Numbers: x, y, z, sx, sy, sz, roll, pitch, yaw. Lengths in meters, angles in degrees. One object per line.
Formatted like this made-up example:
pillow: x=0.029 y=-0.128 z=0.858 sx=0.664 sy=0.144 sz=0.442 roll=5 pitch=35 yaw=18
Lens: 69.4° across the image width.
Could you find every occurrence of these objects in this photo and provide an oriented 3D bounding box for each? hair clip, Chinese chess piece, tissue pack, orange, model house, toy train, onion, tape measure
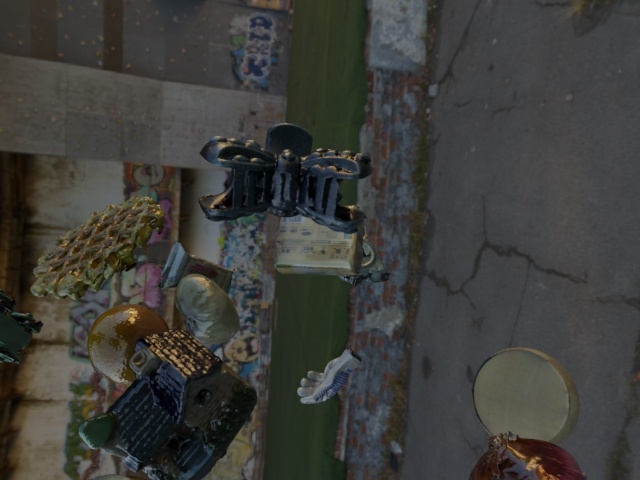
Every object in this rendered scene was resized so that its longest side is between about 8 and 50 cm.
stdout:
hair clip: x=-0.065 y=-0.106 z=0.863 sx=0.206 sy=0.310 sz=0.194 roll=-99 pitch=17 yaw=-67
Chinese chess piece: x=0.507 y=0.395 z=1.157 sx=0.250 sy=0.103 sz=0.249 roll=-18 pitch=61 yaw=35
tissue pack: x=0.000 y=0.000 z=1.205 sx=0.090 sy=0.222 sz=0.186 roll=63 pitch=-150 yaw=-65
orange: x=-0.523 y=0.286 z=1.276 sx=0.236 sy=0.236 sz=0.236 roll=-177 pitch=90 yaw=-81
model house: x=-0.346 y=0.362 z=1.025 sx=0.298 sy=0.243 sz=0.284 roll=-50 pitch=-39 yaw=-18
toy train: x=-0.904 y=0.212 z=1.207 sx=0.369 sy=0.237 sz=0.150 roll=112 pitch=173 yaw=-61
onion: x=0.378 y=0.453 z=0.882 sx=0.163 sy=0.230 sz=0.230 roll=63 pitch=171 yaw=-3
tape measure: x=0.088 y=-0.001 z=1.442 sx=0.084 sy=0.164 sz=0.330 roll=105 pitch=150 yaw=-44

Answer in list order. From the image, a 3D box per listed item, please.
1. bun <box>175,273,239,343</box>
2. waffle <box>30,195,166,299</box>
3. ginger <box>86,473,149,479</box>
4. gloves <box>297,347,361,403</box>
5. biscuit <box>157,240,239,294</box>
bun: x=-0.408 y=0.250 z=1.632 sx=0.273 sy=0.168 sz=0.273 roll=30 pitch=139 yaw=30
waffle: x=-0.502 y=0.013 z=1.047 sx=0.302 sy=0.325 sz=0.068 roll=17 pitch=148 yaw=44
ginger: x=-0.415 y=0.529 z=0.917 sx=0.122 sy=0.193 sz=0.115 roll=63 pitch=-157 yaw=-60
gloves: x=0.029 y=0.424 z=1.424 sx=0.097 sy=0.229 sz=0.119 roll=56 pitch=178 yaw=0
biscuit: x=-0.486 y=0.146 z=1.848 sx=0.079 sy=0.309 sz=0.186 roll=8 pitch=74 yaw=44
